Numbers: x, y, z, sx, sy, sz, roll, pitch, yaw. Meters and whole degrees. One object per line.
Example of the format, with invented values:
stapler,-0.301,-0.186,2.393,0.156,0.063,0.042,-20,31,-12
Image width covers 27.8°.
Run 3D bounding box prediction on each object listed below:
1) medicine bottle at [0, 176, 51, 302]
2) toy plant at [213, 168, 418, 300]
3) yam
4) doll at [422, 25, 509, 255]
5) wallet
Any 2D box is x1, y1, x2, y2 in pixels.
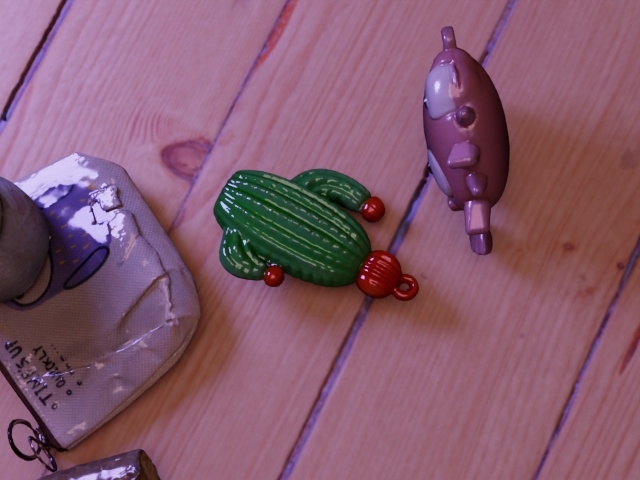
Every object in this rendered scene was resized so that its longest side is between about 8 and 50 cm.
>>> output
medicine bottle,-0.393,-0.009,1.436,0.147,0.143,0.147,-4,74,14
toy plant,-0.004,-0.013,1.481,0.240,0.088,0.154,5,63,-1
yam,-0.347,0.309,1.434,0.357,0.081,0.081,-16,77,4
doll,0.161,-0.108,1.429,0.093,0.211,0.261,-9,119,5
wallet,-0.294,0.063,1.497,0.275,0.068,0.335,-34,76,-1
